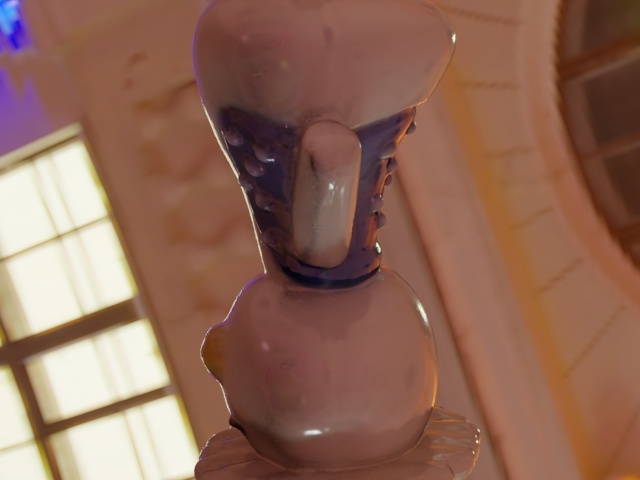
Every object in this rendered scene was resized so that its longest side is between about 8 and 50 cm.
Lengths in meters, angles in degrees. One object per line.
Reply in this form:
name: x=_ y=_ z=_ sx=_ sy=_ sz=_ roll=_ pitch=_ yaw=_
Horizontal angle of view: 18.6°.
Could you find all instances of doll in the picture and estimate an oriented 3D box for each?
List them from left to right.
doll: x=0.000 y=0.000 z=0.771 sx=0.138 sy=0.119 sz=0.293 roll=-126 pitch=30 yaw=-73
